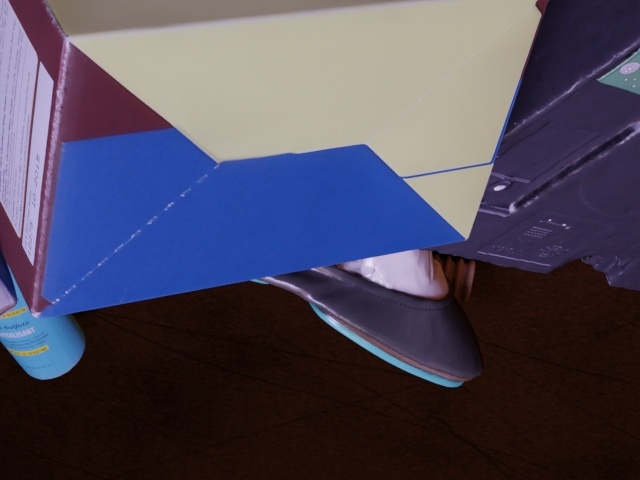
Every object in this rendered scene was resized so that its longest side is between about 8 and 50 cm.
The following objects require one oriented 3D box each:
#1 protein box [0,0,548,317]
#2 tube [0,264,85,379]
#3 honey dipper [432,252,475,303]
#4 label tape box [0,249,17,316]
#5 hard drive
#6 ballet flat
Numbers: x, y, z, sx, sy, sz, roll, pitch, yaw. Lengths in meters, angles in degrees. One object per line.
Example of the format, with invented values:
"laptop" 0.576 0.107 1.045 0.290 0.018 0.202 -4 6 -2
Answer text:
"protein box" -0.052 -0.098 0.733 0.200 0.201 0.136 -10 137 -26
"tube" -0.233 0.022 1.260 0.080 0.052 0.207 -9 141 17
"honey dipper" 0.022 0.012 1.183 0.161 0.030 0.030 12 151 4
"label tape box" -0.263 -0.122 0.708 0.106 0.240 0.333 -31 120 -6
"hard drive" 0.203 -0.084 0.820 0.237 0.064 0.339 9 148 -38
"ballet flat" 0.000 0.000 1.094 0.280 0.095 0.096 25 113 -18
